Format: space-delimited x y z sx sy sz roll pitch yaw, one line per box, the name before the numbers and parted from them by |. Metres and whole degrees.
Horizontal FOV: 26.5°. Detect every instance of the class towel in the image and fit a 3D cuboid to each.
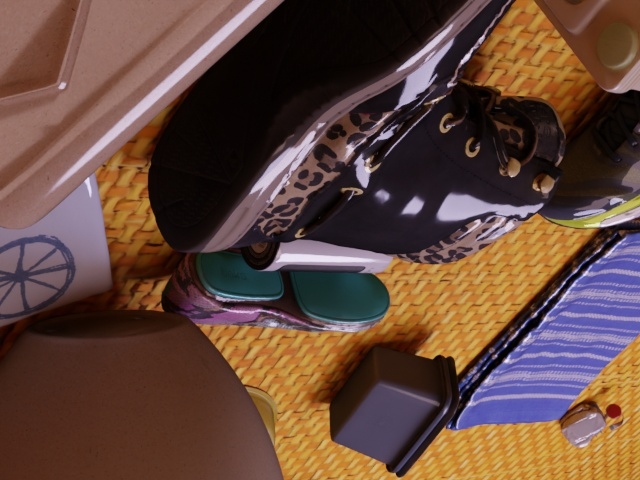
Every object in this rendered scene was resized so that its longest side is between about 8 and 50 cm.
towel | 0.308 0.107 1.577 0.243 0.040 0.336 6 133 -45

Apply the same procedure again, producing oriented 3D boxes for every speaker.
speaker | 0.000 0.000 1.161 0.136 0.055 0.055 2 135 -42

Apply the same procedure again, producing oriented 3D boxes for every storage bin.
storage bin | 0.072 0.168 1.431 0.091 0.098 0.135 21 127 -19

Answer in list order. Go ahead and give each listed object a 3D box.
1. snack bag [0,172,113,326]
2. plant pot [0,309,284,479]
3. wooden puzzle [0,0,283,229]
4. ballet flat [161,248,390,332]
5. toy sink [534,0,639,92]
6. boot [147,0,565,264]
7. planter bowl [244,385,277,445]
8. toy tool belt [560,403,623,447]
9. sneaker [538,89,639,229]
snack bag | -0.312 -0.009 0.910 0.342 0.037 0.323 -21 146 -16
plant pot | -0.164 0.159 1.085 0.284 0.284 0.191 -5 98 -35
wooden puzzle | -0.158 -0.205 0.671 0.322 0.080 0.348 -40 130 10
ballet flat | -0.043 0.049 1.188 0.221 0.077 0.079 7 151 -38
toy sink | 0.243 -0.197 0.998 0.234 0.153 0.131 4 135 -44
boot | 0.082 -0.108 0.999 0.284 0.138 0.377 10 134 -45
planter bowl | -0.124 0.248 1.367 0.217 0.090 0.217 -21 147 -14
toy tool belt | 0.358 0.238 1.799 0.083 0.052 0.051 -31 179 5
sneaker | 0.304 -0.128 1.210 0.300 0.111 0.121 -38 134 5
